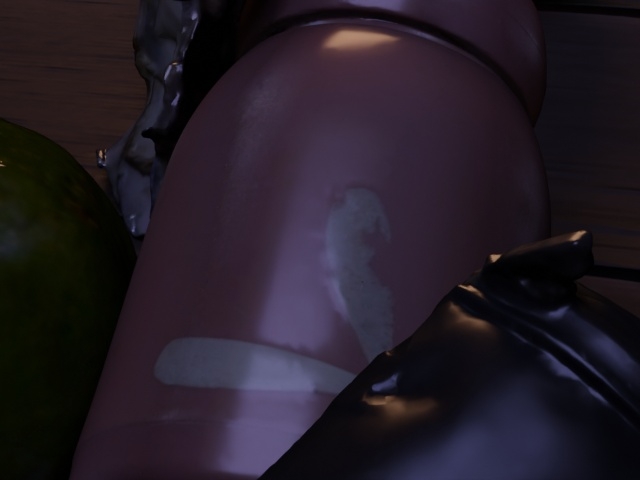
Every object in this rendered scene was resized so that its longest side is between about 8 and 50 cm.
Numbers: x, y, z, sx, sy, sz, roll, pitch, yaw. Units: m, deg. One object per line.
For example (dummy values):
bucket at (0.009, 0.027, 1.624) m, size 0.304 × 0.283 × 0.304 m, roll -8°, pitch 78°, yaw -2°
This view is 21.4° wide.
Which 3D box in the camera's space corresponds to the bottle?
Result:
bottle at (0.000, 0.000, 0.703) m, size 0.173 × 0.206 × 0.297 m, roll -22°, pitch 45°, yaw 49°

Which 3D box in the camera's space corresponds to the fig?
fig at (-0.169, 0.013, 0.806) m, size 0.206 × 0.206 × 0.275 m, roll -3°, pitch 24°, yaw 11°

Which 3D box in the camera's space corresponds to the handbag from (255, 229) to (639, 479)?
handbag at (0.054, 0.186, 0.492) m, size 0.302 × 0.275 × 0.178 m, roll -40°, pitch 40°, yaw -23°

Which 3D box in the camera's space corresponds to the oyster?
oyster at (-0.058, -0.130, 0.873) m, size 0.100 × 0.271 × 0.275 m, roll 14°, pitch 25°, yaw -25°
